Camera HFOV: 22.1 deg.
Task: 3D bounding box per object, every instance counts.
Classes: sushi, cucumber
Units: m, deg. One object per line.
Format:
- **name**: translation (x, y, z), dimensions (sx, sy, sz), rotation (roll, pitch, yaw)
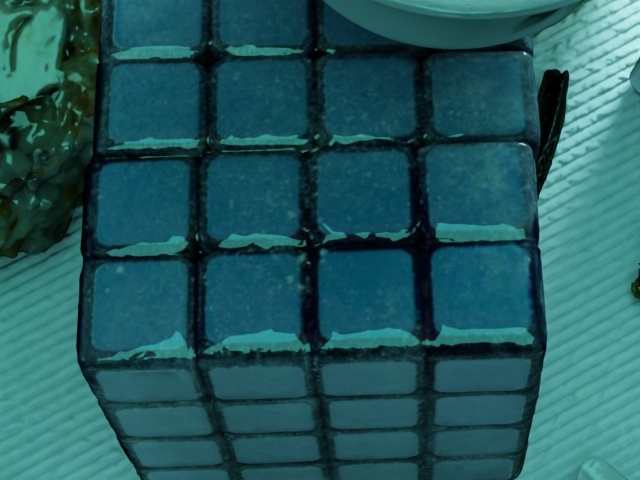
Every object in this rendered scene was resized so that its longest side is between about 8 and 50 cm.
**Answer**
- **sushi**: translation (-0.359, -0.161, 1.472), dimensions (0.417, 0.176, 0.418), rotation (0, 76, -2)
- **cucumber**: translation (0.212, -0.099, 1.550), dimensions (0.034, 0.033, 0.135), rotation (34, 71, -36)

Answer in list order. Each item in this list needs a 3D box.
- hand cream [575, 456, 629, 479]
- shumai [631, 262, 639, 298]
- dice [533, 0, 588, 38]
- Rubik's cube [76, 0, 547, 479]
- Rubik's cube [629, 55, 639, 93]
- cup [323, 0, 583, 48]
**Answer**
- **hand cream**: translation (0.210, 0.374, 1.395), dimensions (0.185, 0.118, 0.359), rotation (35, 71, 10)
- **shumai**: translation (0.361, 0.034, 1.481), dimensions (0.139, 0.123, 0.105), rotation (25, 87, -9)
- **dice**: translation (0.137, -0.365, 1.468), dimensions (0.318, 0.322, 0.330), rotation (-31, 80, -9)
- **Rubik's cube**: translation (0.000, 0.000, 1.335), dimensions (0.344, 0.344, 0.337), rotation (-3, 65, 1)
- **Rubik's cube**: translation (0.510, -0.185, 1.436), dimensions (0.316, 0.319, 0.322), rotation (-41, 80, -10)
- **cup**: translation (0.098, -0.277, 1.185), dimensions (0.347, 0.163, 0.347), rotation (0, 69, 0)
